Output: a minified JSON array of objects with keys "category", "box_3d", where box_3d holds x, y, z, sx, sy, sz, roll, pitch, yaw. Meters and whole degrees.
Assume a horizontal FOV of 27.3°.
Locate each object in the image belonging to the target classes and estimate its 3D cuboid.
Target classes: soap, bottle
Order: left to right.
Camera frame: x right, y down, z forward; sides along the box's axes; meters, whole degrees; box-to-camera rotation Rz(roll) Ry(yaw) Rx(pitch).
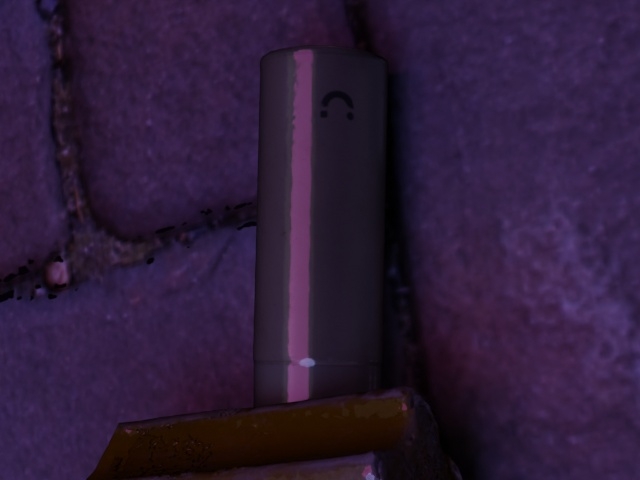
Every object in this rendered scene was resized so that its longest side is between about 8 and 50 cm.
[{"category":"soap","box_3d":[-0.044,0.170,0.685,0.257,0.080,0.160,-12,111,30]},{"category":"bottle","box_3d":[0.000,0.000,0.717,0.072,0.072,0.201,-3,83,31]}]
